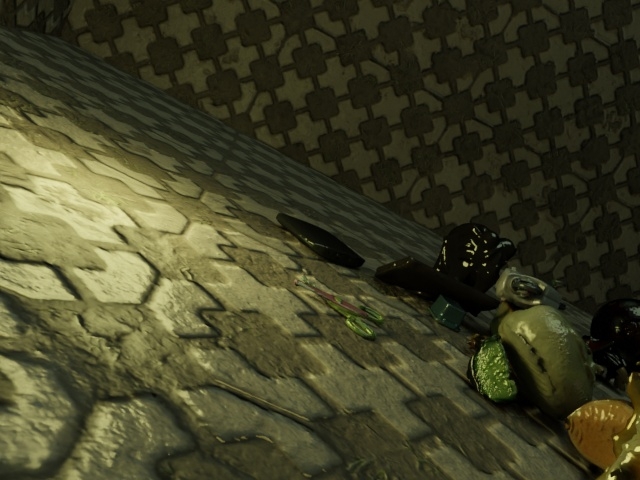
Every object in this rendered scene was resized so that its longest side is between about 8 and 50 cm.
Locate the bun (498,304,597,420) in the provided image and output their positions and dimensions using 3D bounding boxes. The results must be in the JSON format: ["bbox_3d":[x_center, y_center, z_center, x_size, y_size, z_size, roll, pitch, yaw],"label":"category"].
[{"bbox_3d":[0.460,0.237,1.193,0.239,0.141,0.239,-24,90,-88],"label":"bun"}]

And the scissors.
[{"bbox_3d":[0.034,0.123,1.145,0.187,0.020,0.133,32,16,9],"label":"scissors"}]

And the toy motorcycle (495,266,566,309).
[{"bbox_3d":[0.548,0.136,1.603,0.171,0.110,0.260,19,-4,43],"label":"toy motorcycle"}]

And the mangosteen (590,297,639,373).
[{"bbox_3d":[1.130,0.350,2.193,0.288,0.288,0.288,28,11,-6],"label":"mangosteen"}]

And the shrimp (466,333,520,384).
[{"bbox_3d":[0.407,0.264,1.341,0.188,0.051,0.132,28,11,-16],"label":"shrimp"}]

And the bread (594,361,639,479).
[{"bbox_3d":[0.529,0.303,0.708,0.395,0.360,0.250,27,-2,3],"label":"bread"}]

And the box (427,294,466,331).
[{"bbox_3d":[0.320,0.179,1.503,0.074,0.054,0.099,29,10,-10],"label":"box"}]

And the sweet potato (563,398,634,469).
[{"bbox_3d":[0.555,0.357,1.105,0.131,0.131,0.337,38,7,38],"label":"sweet potato"}]

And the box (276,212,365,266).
[{"bbox_3d":[0.000,0.000,1.553,0.213,0.042,0.201,17,16,-48],"label":"box"}]

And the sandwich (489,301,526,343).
[{"bbox_3d":[0.520,0.239,1.581,0.186,0.108,0.220,17,16,-49],"label":"sandwich"}]

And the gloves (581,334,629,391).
[{"bbox_3d":[0.887,0.381,1.866,0.165,0.124,0.203,1,15,-29],"label":"gloves"}]

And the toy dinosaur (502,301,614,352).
[{"bbox_3d":[0.733,0.267,1.879,0.207,0.112,0.327,-11,33,-22],"label":"toy dinosaur"}]

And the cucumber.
[{"bbox_3d":[0.333,0.247,1.175,0.193,0.086,0.115,-1,74,-71],"label":"cucumber"}]

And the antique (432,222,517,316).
[{"bbox_3d":[0.453,0.067,1.830,0.185,0.255,0.322,28,13,-14],"label":"antique"}]

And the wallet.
[{"bbox_3d":[0.299,0.124,1.559,0.310,0.042,0.165,24,-25,-24],"label":"wallet"}]
